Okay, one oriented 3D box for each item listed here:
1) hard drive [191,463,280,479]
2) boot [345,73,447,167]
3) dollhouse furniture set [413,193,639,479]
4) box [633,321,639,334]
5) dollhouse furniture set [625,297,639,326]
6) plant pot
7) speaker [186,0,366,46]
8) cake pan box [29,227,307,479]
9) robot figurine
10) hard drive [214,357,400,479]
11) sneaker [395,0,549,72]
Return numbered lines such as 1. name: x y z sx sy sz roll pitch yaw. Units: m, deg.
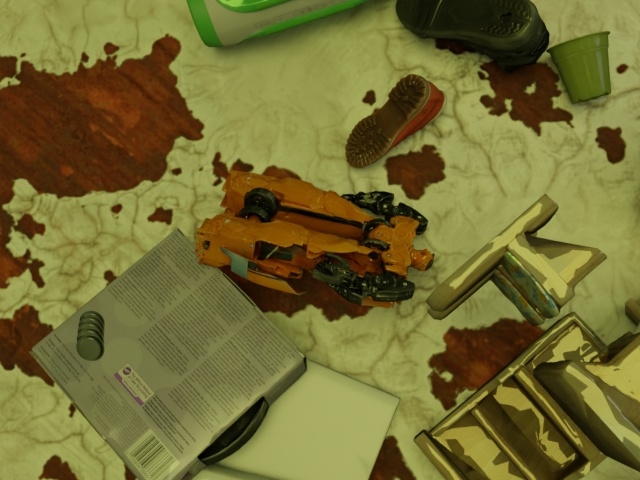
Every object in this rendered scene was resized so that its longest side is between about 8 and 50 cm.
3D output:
1. hard drive: -0.057 0.416 1.030 0.353 0.047 0.233 11 94 11
2. boot: 0.104 -0.152 1.125 0.158 0.084 0.059 -43 66 27
3. dollhouse furniture set: 0.244 0.202 0.876 0.256 0.394 0.362 -41 78 0
4. box: 0.434 0.095 0.843 0.130 0.170 0.091 50 53 -5
5. dollhouse furniture set: 0.439 0.017 0.888 0.174 0.355 0.303 -37 56 0
6. plant pot: 0.348 -0.224 1.100 0.083 0.083 0.079 -14 91 5
7. speaker: -0.033 -0.361 1.144 0.296 0.131 0.131 -17 79 4
8. cake pan box: -0.185 0.153 1.050 0.246 0.070 0.267 -44 71 -13
9. robot figurine: 0.000 0.000 1.071 0.291 0.085 0.211 15 41 4
10. hard drive: -0.082 0.242 1.093 0.318 0.040 0.210 21 84 11
11. sneaker: 0.209 -0.286 1.128 0.227 0.130 0.087 23 89 38
